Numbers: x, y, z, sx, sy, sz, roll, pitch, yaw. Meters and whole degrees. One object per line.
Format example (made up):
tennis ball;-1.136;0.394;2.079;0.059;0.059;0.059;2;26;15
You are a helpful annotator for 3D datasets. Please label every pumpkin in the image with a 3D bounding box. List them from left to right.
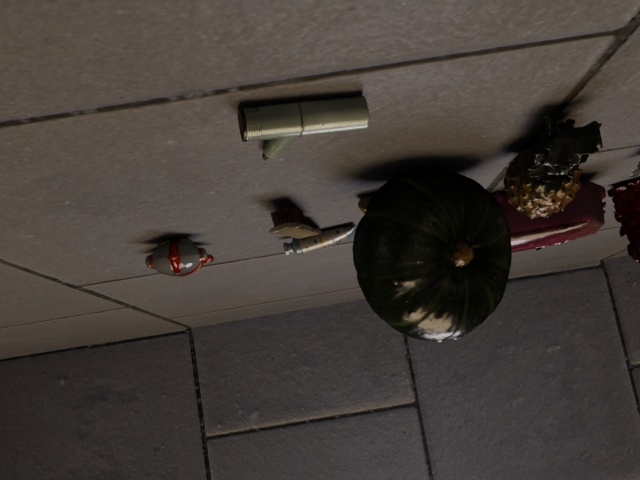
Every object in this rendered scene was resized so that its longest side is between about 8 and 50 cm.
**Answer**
pumpkin;0.191;0.026;1.174;0.300;0.300;0.207;-3;179;-31

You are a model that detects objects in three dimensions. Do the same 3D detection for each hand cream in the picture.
hand cream;0.000;0.000;1.529;0.171;0.043;0.065;-13;168;7

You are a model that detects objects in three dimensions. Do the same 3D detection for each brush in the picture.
brush;-0.048;-0.032;1.347;0.060;0.050;0.321;-14;176;6

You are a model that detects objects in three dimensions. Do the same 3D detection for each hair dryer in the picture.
hair dryer;-0.031;-0.136;0.868;0.155;0.044;0.183;-6;173;-10

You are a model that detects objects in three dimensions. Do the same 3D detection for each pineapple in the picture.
pineapple;0.367;-0.120;1.057;0.128;0.128;0.248;-10;164;2

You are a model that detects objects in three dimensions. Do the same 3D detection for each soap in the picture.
soap;0.466;-0.046;1.493;0.325;0.127;0.220;-14;170;17

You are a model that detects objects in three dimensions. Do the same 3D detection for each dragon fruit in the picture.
dragon fruit;0.876;-0.049;1.518;0.329;0.285;0.228;-28;156;35

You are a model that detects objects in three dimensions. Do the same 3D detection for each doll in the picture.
doll;-0.299;0.041;1.409;0.143;0.076;0.245;-9;172;-6

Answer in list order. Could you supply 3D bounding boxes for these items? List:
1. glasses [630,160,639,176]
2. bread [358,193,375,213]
glasses;0.742;-0.075;1.249;0.234;0.268;0.118;-6;149;-11
bread;0.133;-0.066;1.301;0.136;0.054;0.154;0;163;-29
